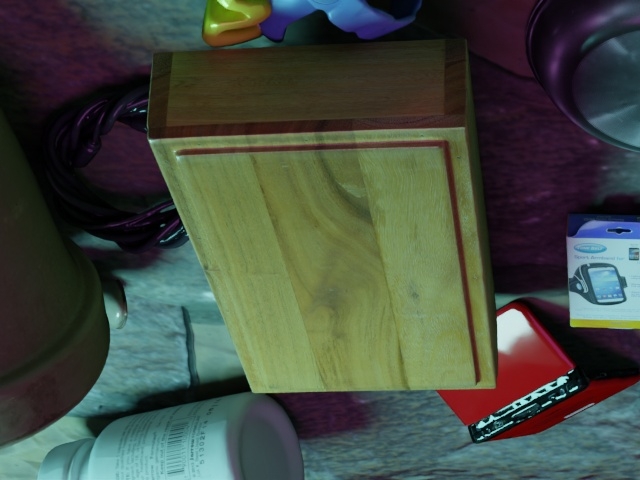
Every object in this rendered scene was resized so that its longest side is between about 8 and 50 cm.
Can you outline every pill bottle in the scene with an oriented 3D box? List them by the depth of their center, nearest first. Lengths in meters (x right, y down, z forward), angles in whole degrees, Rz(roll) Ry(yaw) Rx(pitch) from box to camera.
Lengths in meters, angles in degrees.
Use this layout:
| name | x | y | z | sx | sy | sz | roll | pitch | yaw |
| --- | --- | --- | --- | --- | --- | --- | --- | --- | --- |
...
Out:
| name | x | y | z | sx | sy | sz | roll | pitch | yaw |
| --- | --- | --- | --- | --- | --- | --- | --- | --- | --- |
| pill bottle | -0.142 | 0.221 | 1.738 | 0.229 | 0.131 | 0.131 | -14 | 138 | 28 |

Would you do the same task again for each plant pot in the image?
| name | x | y | z | sx | sy | sz | roll | pitch | yaw |
| --- | --- | --- | --- | --- | --- | --- | --- | --- | --- |
| plant pot | -0.300 | 0.002 | 1.407 | 0.263 | 0.263 | 0.229 | 3 | 127 | 9 |

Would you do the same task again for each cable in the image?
| name | x | y | z | sx | sy | sz | roll | pitch | yaw |
| --- | --- | --- | --- | --- | --- | --- | --- | --- | --- |
| cable | -0.141 | -0.052 | 1.438 | 0.184 | 0.047 | 0.150 | -15 | 137 | 31 |

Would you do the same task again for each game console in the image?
| name | x | y | z | sx | sy | sz | roll | pitch | yaw |
| --- | --- | --- | --- | --- | --- | --- | --- | --- | --- |
| game console | 0.179 | 0.111 | 1.617 | 0.124 | 0.085 | 0.144 | -3 | 158 | -41 |

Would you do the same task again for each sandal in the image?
| name | x | y | z | sx | sy | sz | roll | pitch | yaw |
| --- | --- | --- | --- | --- | --- | --- | --- | --- | --- |
| sandal | 0.016 | -0.220 | 1.122 | 0.138 | 0.126 | 0.317 | 12 | 153 | -5 |

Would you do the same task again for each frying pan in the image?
| name | x | y | z | sx | sy | sz | roll | pitch | yaw |
| --- | --- | --- | --- | --- | --- | --- | --- | --- | --- |
| frying pan | 0.287 | -0.134 | 1.236 | 0.326 | 0.053 | 0.197 | -15 | 138 | 34 |

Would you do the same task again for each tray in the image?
| name | x | y | z | sx | sy | sz | roll | pitch | yaw |
| --- | --- | --- | --- | --- | --- | --- | --- | --- | --- |
| tray | 0.018 | 0.001 | 1.359 | 0.202 | 0.076 | 0.411 | -2 | 151 | 8 |

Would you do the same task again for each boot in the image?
| name | x | y | z | sx | sy | sz | roll | pitch | yaw |
| --- | --- | --- | --- | --- | --- | --- | --- | --- | --- |
| boot | -0.211 | 0.052 | 1.565 | 0.087 | 0.042 | 0.118 | 1 | 180 | -16 |

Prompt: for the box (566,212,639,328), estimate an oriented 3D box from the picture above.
| name | x | y | z | sx | sy | sz | roll | pitch | yaw |
| --- | --- | --- | --- | --- | --- | --- | --- | --- | --- |
| box | 0.234 | 0.020 | 1.470 | 0.081 | 0.028 | 0.136 | 2 | 141 | 10 |
